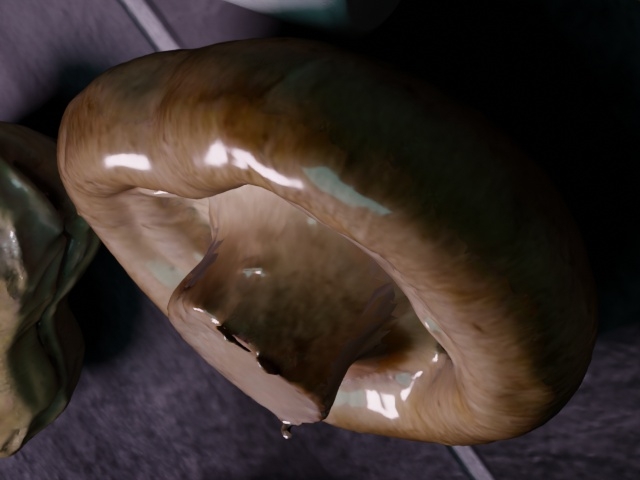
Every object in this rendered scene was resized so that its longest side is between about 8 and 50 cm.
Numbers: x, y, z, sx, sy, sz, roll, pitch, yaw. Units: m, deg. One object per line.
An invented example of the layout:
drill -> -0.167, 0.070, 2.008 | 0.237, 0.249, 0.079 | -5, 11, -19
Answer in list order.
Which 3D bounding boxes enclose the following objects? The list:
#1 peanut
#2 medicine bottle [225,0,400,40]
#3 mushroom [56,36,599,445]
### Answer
peanut -> -0.199, 0.040, 1.006 | 0.130, 0.130, 0.290 | 31, 141, 10
medicine bottle -> -0.083, -0.165, 0.747 | 0.260, 0.095, 0.095 | 20, 137, 21
mushroom -> 0.000, 0.000, 0.784 | 0.278, 0.146, 0.278 | 28, 158, 12
